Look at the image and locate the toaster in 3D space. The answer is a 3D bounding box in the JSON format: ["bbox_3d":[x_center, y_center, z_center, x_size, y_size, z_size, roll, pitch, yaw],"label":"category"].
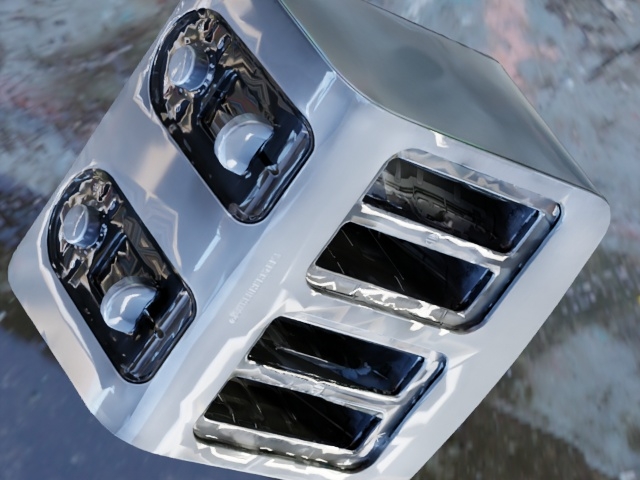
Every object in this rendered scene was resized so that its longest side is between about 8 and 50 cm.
[{"bbox_3d":[0.000,0.000,0.748,0.185,0.110,0.168,18,117,-41],"label":"toaster"}]
